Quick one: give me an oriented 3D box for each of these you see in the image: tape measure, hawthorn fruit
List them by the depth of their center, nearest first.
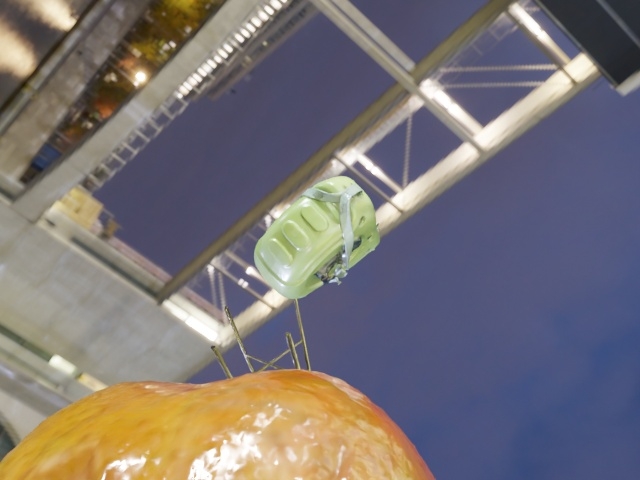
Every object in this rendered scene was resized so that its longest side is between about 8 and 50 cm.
[{"bbox_3d":[-0.100,0.324,0.608,0.472,0.472,0.471,-43,-158,22],"label":"hawthorn fruit"},{"bbox_3d":[0.000,0.000,0.899,0.154,0.087,0.177,-38,163,-6],"label":"tape measure"}]

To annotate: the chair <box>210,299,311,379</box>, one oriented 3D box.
[{"bbox_3d":[-0.075,0.268,1.345,0.170,0.325,0.159,-12,-157,8],"label":"chair"}]
